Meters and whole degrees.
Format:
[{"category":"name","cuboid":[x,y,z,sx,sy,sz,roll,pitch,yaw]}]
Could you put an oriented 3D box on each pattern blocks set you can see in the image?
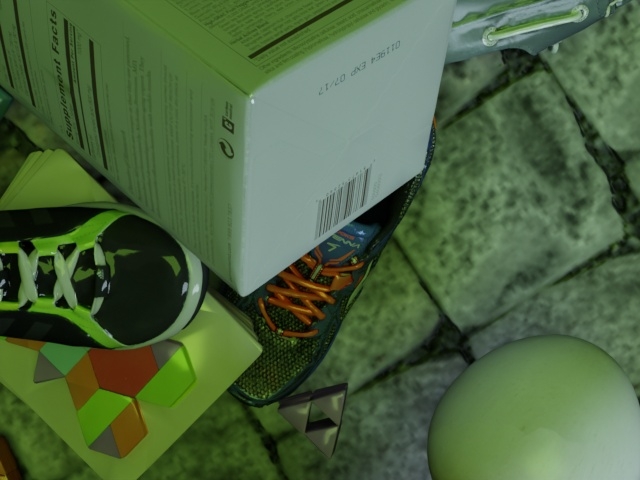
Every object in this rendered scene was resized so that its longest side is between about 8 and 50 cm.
[{"category":"pattern blocks set","cuboid":[-0.138,0.052,0.659,0.324,0.026,0.285,30,105,5]}]

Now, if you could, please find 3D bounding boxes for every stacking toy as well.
[{"category":"stacking toy","cuboid":[0.035,0.265,0.585,0.350,0.350,0.480,35,83,-5]}]

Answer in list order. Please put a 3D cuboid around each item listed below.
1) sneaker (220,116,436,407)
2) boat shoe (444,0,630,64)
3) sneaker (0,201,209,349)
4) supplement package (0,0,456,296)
[{"category":"sneaker","cuboid":[0.000,0.000,0.671,0.083,0.087,0.221,26,91,-4]},{"category":"boat shoe","cuboid":[0.119,-0.167,0.681,0.319,0.116,0.099,-12,137,-9]},{"category":"sneaker","cuboid":[-0.179,0.024,0.596,0.234,0.097,0.084,3,101,12]},{"category":"supplement package","cuboid":[-0.071,-0.116,0.567,0.139,0.134,0.244,-35,60,-30]}]
